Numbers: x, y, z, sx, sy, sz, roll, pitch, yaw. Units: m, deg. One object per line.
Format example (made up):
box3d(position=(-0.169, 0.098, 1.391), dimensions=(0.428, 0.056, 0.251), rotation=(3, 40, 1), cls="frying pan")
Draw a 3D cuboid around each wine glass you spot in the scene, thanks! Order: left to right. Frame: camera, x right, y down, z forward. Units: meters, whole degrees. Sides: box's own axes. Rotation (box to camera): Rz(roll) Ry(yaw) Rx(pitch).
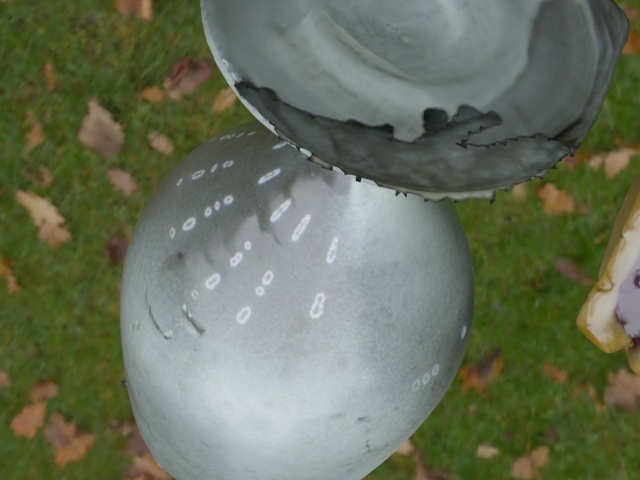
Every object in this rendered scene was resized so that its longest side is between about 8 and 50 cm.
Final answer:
box3d(position=(0.000, 0.000, 0.496), dimensions=(0.126, 0.126, 0.241), rotation=(21, 144, -1), cls="wine glass")

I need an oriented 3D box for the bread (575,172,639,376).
box3d(position=(0.228, 0.039, 0.762), dimensions=(0.225, 0.134, 0.081), rotation=(40, 166, -18), cls="bread")
